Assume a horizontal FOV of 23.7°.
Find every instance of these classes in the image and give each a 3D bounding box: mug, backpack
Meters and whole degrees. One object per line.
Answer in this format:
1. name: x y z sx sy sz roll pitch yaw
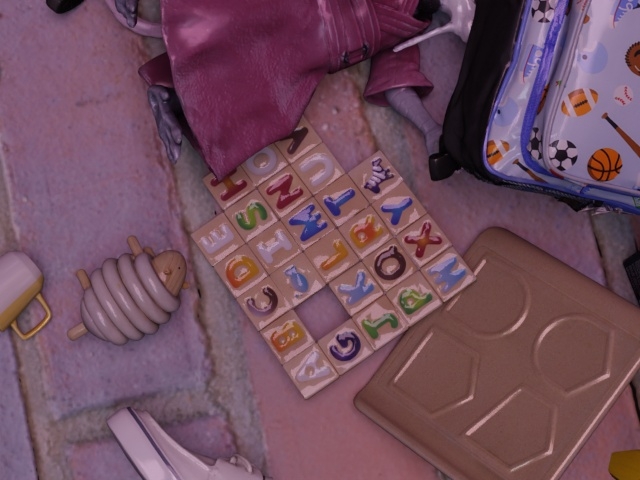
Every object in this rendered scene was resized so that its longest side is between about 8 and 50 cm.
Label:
1. mug: -0.293 0.047 1.444 0.064 0.078 0.062 -42 51 -15
2. backpack: 0.268 -0.142 1.337 0.263 0.213 0.276 12 103 -25

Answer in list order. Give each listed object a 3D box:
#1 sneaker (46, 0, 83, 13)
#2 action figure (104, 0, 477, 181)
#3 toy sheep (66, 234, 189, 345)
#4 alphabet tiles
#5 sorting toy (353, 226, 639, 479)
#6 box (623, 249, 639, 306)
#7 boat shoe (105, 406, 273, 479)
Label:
1. sneaker: -0.234 -0.308 1.501 0.089 0.051 0.170 38 78 6
2. action figure: 0.002 -0.201 1.451 0.370 0.248 0.276 -19 39 -16
3. toy sheep: -0.181 0.053 1.425 0.132 0.091 0.091 -35 82 8
4. alphabet tiles: 0.000 0.000 1.455 0.198 0.009 0.237 -35 76 -4
5. sorting toy: 0.205 0.140 1.376 0.307 0.041 0.229 34 79 35
6. box: 0.378 0.026 1.395 0.156 0.158 0.093 -18 81 -3
7. boat shoe: -0.081 0.240 1.389 0.088 0.096 0.267 -43 85 -11
